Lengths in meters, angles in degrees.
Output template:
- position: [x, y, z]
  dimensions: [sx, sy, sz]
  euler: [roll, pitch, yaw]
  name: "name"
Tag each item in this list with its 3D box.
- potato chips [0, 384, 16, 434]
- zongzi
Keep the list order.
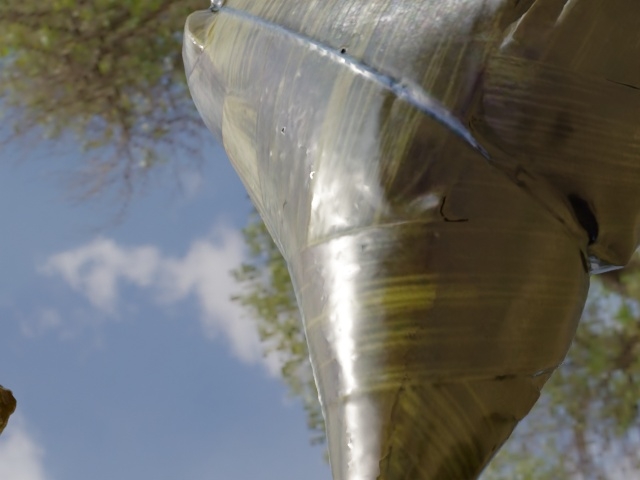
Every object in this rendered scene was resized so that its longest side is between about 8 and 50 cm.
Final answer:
- position: [-0.236, 0.159, 0.693]
  dimensions: [0.057, 0.080, 0.407]
  euler: [26, -160, 5]
  name: "potato chips"
- position: [0.000, 0.000, 0.970]
  dimensions: [0.208, 0.403, 0.432]
  euler: [47, -115, -39]
  name: "zongzi"
